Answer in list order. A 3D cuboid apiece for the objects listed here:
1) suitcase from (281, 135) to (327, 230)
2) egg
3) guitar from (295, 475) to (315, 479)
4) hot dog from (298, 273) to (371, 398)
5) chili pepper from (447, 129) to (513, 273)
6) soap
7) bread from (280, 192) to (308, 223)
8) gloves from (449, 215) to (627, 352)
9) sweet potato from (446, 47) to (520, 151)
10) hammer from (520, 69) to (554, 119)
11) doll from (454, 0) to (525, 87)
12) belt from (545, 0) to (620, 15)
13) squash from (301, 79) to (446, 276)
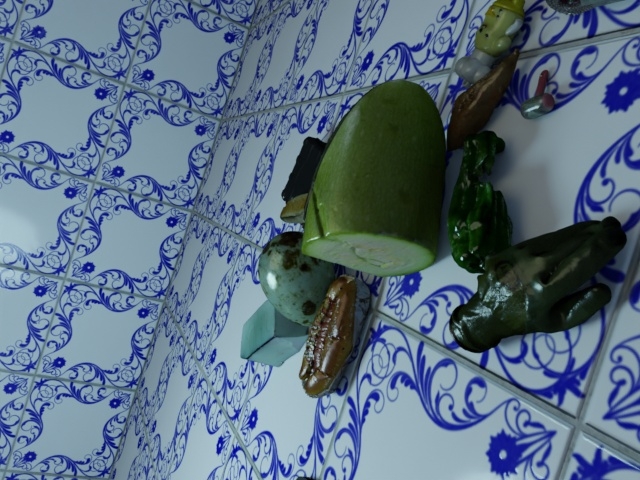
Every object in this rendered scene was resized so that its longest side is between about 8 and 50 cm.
[{"bbox_3d":[-0.012,-0.146,1.455,0.206,0.066,0.285,-65,26,15],"label":"suitcase"},{"bbox_3d":[-0.048,0.089,1.238,0.169,0.169,0.231,35,144,64],"label":"egg"},{"bbox_3d":[-0.044,0.591,1.095,0.088,0.025,0.233,-8,67,62],"label":"guitar"},{"bbox_3d":[0.027,0.199,1.141,0.268,0.075,0.144,-70,22,1],"label":"hot dog"},{"bbox_3d":[0.244,-0.059,0.852,0.099,0.083,0.253,-36,38,51],"label":"chili pepper"},{"bbox_3d":[-0.121,0.233,1.412,0.230,0.091,0.145,-48,34,44],"label":"soap"},{"bbox_3d":[-0.041,-0.072,1.327,0.214,0.053,0.073,-8,56,65],"label":"bread"},{"bbox_3d":[0.267,0.062,0.705,0.268,0.107,0.135,-49,64,38],"label":"gloves"},{"bbox_3d":[0.266,-0.232,0.932,0.206,0.068,0.060,-53,-11,34],"label":"sweet potato"},{"bbox_3d":[0.333,-0.224,0.836,0.052,0.031,0.083,-14,52,59],"label":"hammer"},{"bbox_3d":[0.291,-0.339,0.951,0.162,0.062,0.106,-64,21,21],"label":"doll"},{"bbox_3d":[0.393,-0.346,0.731,0.053,0.071,0.232,-64,25,3],"label":"belt"},{"bbox_3d":[0.109,-0.120,0.984,0.210,0.233,0.309,-27,53,55],"label":"squash"}]
